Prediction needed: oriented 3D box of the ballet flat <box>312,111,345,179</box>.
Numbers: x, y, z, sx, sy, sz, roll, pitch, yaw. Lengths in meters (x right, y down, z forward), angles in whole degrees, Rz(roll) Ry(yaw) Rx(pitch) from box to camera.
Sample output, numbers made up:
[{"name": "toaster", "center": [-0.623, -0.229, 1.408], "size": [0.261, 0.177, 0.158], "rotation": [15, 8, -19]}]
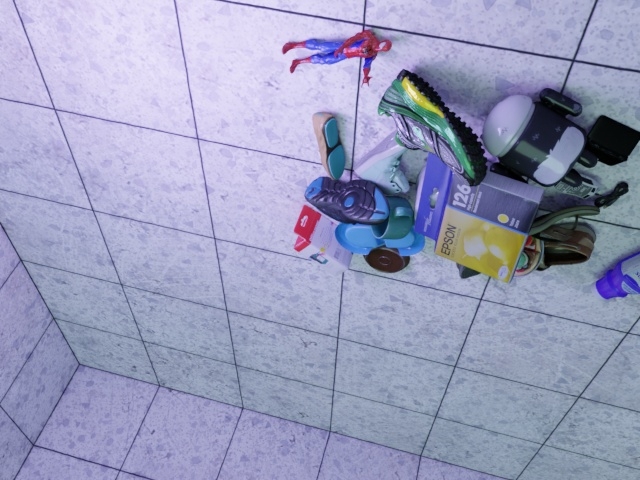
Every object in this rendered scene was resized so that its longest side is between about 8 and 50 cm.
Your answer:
[{"name": "ballet flat", "center": [0.022, -0.279, 1.876], "size": [0.073, 0.080, 0.232], "rotation": [31, 149, 33]}]

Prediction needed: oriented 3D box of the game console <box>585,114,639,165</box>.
[{"name": "game console", "center": [0.726, -0.251, 1.641], "size": [0.122, 0.071, 0.107], "rotation": [24, 172, -5]}]

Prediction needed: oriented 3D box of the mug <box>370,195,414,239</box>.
[{"name": "mug", "center": [0.222, -0.061, 1.904], "size": [0.098, 0.157, 0.129], "rotation": [3, 114, -21]}]

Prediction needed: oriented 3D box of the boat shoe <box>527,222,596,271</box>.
[{"name": "boat shoe", "center": [0.647, 0.027, 1.930], "size": [0.325, 0.116, 0.123], "rotation": [-11, 133, 33]}]

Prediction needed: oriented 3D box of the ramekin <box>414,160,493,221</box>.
[{"name": "ramekin", "center": [0.402, -0.102, 1.863], "size": [0.277, 0.135, 0.277], "rotation": [12, 142, 10]}]

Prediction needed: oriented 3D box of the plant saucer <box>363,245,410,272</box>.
[{"name": "plant saucer", "center": [0.223, 0.062, 2.227], "size": [0.169, 0.029, 0.168], "rotation": [13, 142, 10]}]

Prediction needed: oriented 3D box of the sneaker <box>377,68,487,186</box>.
[{"name": "sneaker", "center": [0.281, -0.261, 1.612], "size": [0.146, 0.134, 0.343], "rotation": [-48, 70, 29]}]

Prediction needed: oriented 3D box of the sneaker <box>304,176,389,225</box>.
[{"name": "sneaker", "center": [0.102, -0.108, 1.946], "size": [0.140, 0.125, 0.341], "rotation": [41, 169, -38]}]

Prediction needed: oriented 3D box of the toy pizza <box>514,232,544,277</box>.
[{"name": "toy pizza", "center": [0.564, 0.014, 1.916], "size": [0.201, 0.032, 0.201], "rotation": [11, 105, 44]}]

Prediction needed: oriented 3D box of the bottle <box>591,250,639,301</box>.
[{"name": "bottle", "center": [0.938, 0.100, 1.914], "size": [0.118, 0.092, 0.283], "rotation": [35, 140, -13]}]

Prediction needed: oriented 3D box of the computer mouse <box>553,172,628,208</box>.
[{"name": "computer mouse", "center": [0.721, -0.148, 1.749], "size": [0.193, 0.042, 0.106], "rotation": [19, 147, -9]}]

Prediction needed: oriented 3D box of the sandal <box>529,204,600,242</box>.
[{"name": "sandal", "center": [0.630, -0.027, 1.800], "size": [0.303, 0.086, 0.120], "rotation": [-21, 177, -2]}]

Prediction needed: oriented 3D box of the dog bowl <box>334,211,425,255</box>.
[{"name": "dog bowl", "center": [0.195, -0.033, 2.086], "size": [0.297, 0.074, 0.165], "rotation": [1, 139, 22]}]

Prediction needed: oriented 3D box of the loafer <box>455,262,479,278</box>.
[{"name": "loafer", "center": [0.473, 0.040, 2.062], "size": [0.095, 0.087, 0.251], "rotation": [-17, 147, 3]}]

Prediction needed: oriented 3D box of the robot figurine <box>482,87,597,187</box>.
[{"name": "robot figurine", "center": [0.536, -0.242, 1.596], "size": [0.278, 0.209, 0.173], "rotation": [30, 162, -1]}]

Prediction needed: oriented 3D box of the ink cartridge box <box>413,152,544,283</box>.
[{"name": "ink cartridge box", "center": [0.398, -0.057, 1.710], "size": [0.307, 0.072, 0.303], "rotation": [20, 139, 17]}]

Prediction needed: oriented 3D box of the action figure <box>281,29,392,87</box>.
[{"name": "action figure", "center": [0.037, -0.447, 1.602], "size": [0.281, 0.139, 0.091], "rotation": [-3, 138, 22]}]

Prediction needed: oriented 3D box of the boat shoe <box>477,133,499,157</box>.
[{"name": "boat shoe", "center": [0.527, -0.230, 1.719], "size": [0.233, 0.084, 0.079], "rotation": [28, 104, -1]}]

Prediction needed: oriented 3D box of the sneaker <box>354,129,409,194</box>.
[{"name": "sneaker", "center": [0.223, -0.216, 1.830], "size": [0.151, 0.094, 0.256], "rotation": [38, 149, -13]}]

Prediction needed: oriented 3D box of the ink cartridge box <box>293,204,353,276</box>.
[{"name": "ink cartridge box", "center": [0.000, 0.000, 2.159], "size": [0.231, 0.134, 0.078], "rotation": [35, 141, -18]}]
